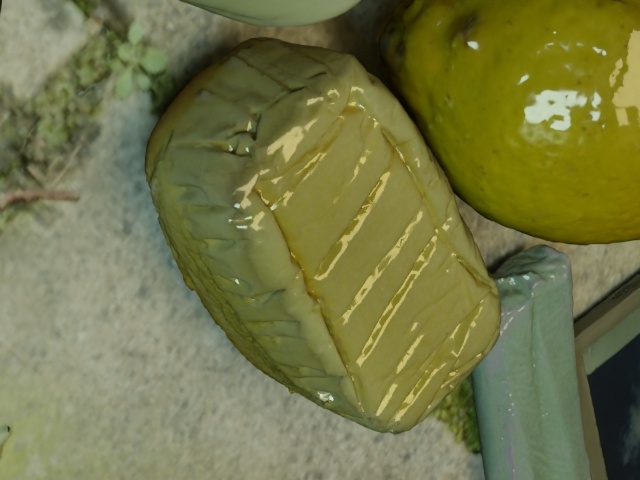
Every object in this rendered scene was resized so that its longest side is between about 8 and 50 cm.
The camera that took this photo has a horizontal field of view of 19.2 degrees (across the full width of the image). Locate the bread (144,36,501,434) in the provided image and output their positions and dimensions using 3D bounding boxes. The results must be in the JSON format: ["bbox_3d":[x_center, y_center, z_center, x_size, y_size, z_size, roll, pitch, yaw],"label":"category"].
[{"bbox_3d":[0.000,0.000,1.021,0.140,0.106,0.236,-49,131,-20],"label":"bread"}]

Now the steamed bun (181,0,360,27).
[{"bbox_3d":[-0.070,-0.210,0.856,0.225,0.170,0.200,18,80,-31],"label":"steamed bun"}]

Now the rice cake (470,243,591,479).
[{"bbox_3d":[0.134,0.114,1.225,0.080,0.042,0.222,-25,121,-29],"label":"rice cake"}]

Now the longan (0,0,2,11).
[{"bbox_3d":[-0.216,-0.102,0.749,0.187,0.167,0.167,-7,110,-66],"label":"longan"}]

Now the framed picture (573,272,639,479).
[{"bbox_3d":[0.260,0.133,1.359,0.209,0.019,0.281,-36,125,-28],"label":"framed picture"}]

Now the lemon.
[{"bbox_3d":[0.153,-0.097,1.063,0.260,0.204,0.204,4,102,-24],"label":"lemon"}]
